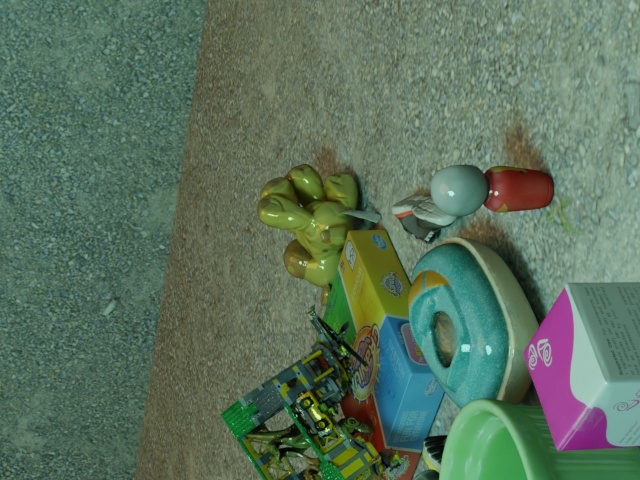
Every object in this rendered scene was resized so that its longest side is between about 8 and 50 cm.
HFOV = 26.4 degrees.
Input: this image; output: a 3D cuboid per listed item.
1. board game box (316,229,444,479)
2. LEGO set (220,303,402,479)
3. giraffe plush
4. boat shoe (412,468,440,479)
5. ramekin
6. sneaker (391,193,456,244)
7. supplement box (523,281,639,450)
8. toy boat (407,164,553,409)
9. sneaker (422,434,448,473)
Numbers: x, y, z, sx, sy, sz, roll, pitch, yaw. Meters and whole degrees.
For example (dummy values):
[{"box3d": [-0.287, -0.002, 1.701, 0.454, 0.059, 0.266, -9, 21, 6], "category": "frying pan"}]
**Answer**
[{"box3d": [0.088, 0.174, 2.063, 0.316, 0.064, 0.242, -113, 30, -47], "category": "board game box"}, {"box3d": [0.014, 0.260, 1.999, 0.255, 0.192, 0.331, 52, 152, 13], "category": "LEGO set"}, {"box3d": [0.000, 0.000, 2.220, 0.210, 0.181, 0.170, 27, 133, 30], "category": "giraffe plush"}, {"box3d": [0.119, 0.412, 1.766, 0.119, 0.121, 0.335, 56, 139, 30], "category": "boat shoe"}, {"box3d": [0.245, 0.320, 1.476, 0.303, 0.148, 0.303, 180, 90, -75], "category": "ramekin"}, {"box3d": [0.156, -0.027, 1.914, 0.065, 0.061, 0.158, 66, 166, -14], "category": "sneaker"}, {"box3d": [0.311, 0.111, 1.216, 0.111, 0.220, 0.114, 113, 150, -47], "category": "supplement box"}, {"box3d": [0.180, 0.046, 1.684, 0.267, 0.148, 0.318, -120, 35, -55], "category": "toy boat"}, {"box3d": [0.186, 0.327, 1.773, 0.208, 0.081, 0.094, -127, 39, -58], "category": "sneaker"}]
